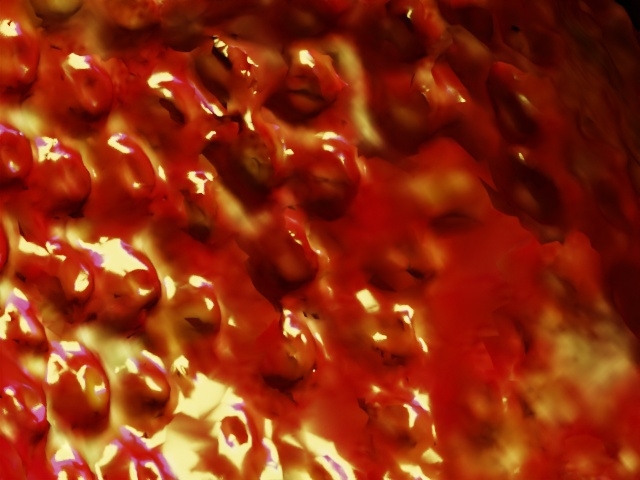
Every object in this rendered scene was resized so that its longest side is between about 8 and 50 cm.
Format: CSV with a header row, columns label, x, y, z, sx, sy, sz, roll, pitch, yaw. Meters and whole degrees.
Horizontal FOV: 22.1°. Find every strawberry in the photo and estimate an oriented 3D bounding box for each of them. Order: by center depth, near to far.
label,x,y,z,sx,sy,sz,roll,pitch,yaw
strawberry,0.007,0.008,0.587,0.292,0.292,0.310,84,160,-74
